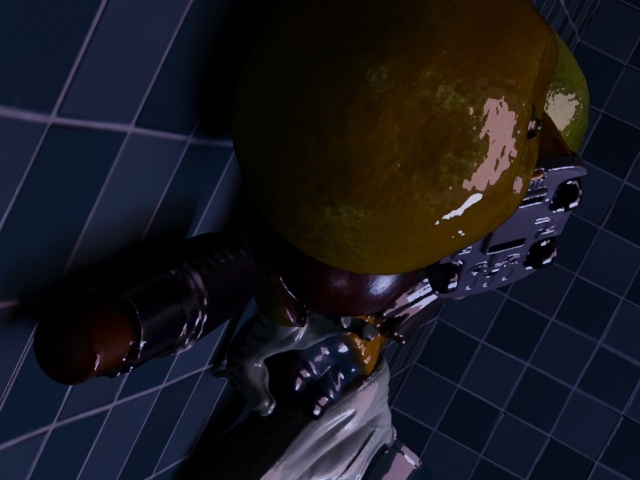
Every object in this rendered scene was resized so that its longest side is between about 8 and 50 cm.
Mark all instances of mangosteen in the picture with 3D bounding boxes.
[{"bbox_3d":[0.000,0.000,1.273,0.200,0.200,0.200,-58,168,-20],"label":"mangosteen"}]

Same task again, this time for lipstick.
[{"bbox_3d":[-0.123,0.049,1.011,0.081,0.081,0.300,-65,170,16],"label":"lipstick"}]

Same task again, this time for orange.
[{"bbox_3d":[0.062,-0.108,1.070,0.279,0.235,0.279,23,90,-79],"label":"orange"}]

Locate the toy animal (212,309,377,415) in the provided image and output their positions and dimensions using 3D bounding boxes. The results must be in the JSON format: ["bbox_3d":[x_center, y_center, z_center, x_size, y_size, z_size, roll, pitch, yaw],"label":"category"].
[{"bbox_3d":[-0.007,0.065,1.422,0.090,0.170,0.255,37,83,-37],"label":"toy animal"}]

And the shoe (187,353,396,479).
[{"bbox_3d":[-0.017,0.274,1.654,0.316,0.124,0.159,-39,118,-25],"label":"shoe"}]

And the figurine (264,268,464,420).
[{"bbox_3d":[0.074,0.056,1.591,0.332,0.204,0.185,-60,141,-26],"label":"figurine"}]

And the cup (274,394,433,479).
[{"bbox_3d":[-0.049,0.369,1.840,0.292,0.308,0.242,-57,136,-19],"label":"cup"}]

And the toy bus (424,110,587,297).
[{"bbox_3d":[0.152,-0.046,1.286,0.126,0.136,0.209,-14,151,-14],"label":"toy bus"}]

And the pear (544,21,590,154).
[{"bbox_3d":[0.146,-0.118,1.406,0.139,0.239,0.288,-64,175,-45],"label":"pear"}]
